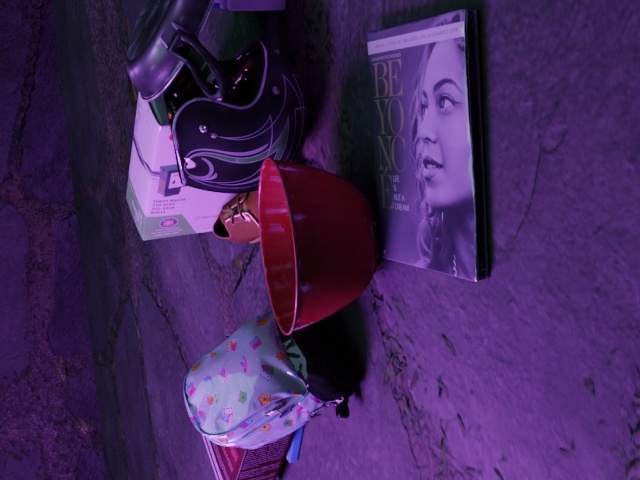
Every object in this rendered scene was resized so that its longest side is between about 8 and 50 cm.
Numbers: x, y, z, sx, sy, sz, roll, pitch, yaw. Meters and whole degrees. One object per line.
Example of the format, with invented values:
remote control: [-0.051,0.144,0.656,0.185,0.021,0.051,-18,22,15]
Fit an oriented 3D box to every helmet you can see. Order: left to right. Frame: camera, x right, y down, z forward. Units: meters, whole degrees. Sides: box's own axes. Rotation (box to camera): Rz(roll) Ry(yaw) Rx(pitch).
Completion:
helmet: [-0.092,-0.139,0.974,0.169,0.161,0.170,169,90,-80]

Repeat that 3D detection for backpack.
backpack: [-0.066,0.162,0.982,0.182,0.115,0.152,-37,50,16]

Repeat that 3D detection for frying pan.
frying pan: [-0.168,-0.208,0.935,0.197,0.053,0.326,-44,34,35]

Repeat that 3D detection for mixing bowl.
mixing bowl: [0.000,0.000,0.870,0.181,0.098,0.182,173,90,-76]

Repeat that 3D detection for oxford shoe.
oxford shoe: [-0.086,-0.037,1.097,0.212,0.076,0.076,-39,60,60]

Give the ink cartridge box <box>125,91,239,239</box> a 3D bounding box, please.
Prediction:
ink cartridge box: [-0.167,-0.112,1.146,0.093,0.160,0.219,64,150,33]

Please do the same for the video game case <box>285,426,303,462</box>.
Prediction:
video game case: [-0.063,0.210,1.186,0.166,0.015,0.119,-127,38,-47]

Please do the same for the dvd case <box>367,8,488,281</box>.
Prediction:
dvd case: [0.092,-0.083,0.758,0.164,0.018,0.221,-166,70,-64]

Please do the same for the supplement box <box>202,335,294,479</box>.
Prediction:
supplement box: [-0.099,0.248,1.169,0.239,0.073,0.130,108,145,-44]

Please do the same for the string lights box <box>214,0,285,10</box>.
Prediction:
string lights box: [-0.129,-0.370,1.089,0.259,0.076,0.134,-146,53,-59]
